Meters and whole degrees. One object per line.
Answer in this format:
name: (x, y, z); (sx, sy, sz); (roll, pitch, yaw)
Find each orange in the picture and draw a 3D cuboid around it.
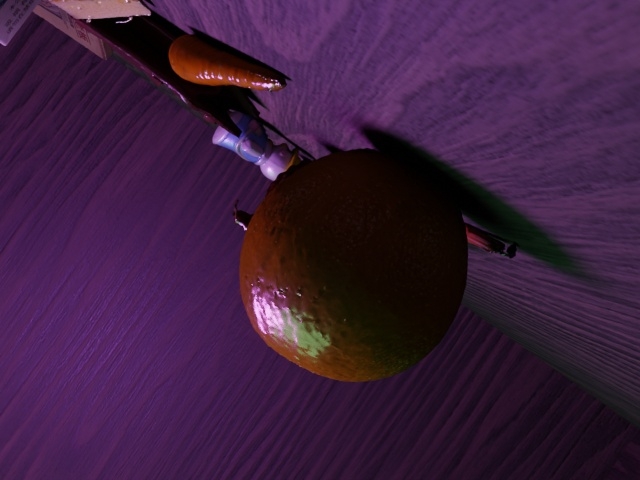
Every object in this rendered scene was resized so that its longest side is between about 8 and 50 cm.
orange: (0.040, 0.027, 1.007); (0.274, 0.274, 0.274); (35, 180, 0)

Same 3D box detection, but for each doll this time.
doll: (-0.123, -0.186, 1.728); (0.241, 0.099, 0.135); (34, 157, -15)

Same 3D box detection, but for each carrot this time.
carrot: (-0.123, -0.214, 1.087); (0.061, 0.061, 0.257); (35, 178, -42)

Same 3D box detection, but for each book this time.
book: (-0.496, -0.453, 1.632); (0.231, 0.026, 0.161); (34, 156, 15)

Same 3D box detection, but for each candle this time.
candle: (0.212, 0.000, 1.113); (0.026, 0.021, 0.167); (57, 173, -20)

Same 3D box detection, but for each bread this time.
bread: (-0.289, -0.315, 1.160); (0.109, 0.080, 0.084); (37, -177, 16)

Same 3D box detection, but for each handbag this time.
handbag: (-0.238, -0.276, 1.360); (0.260, 0.084, 0.275); (34, 180, 12)

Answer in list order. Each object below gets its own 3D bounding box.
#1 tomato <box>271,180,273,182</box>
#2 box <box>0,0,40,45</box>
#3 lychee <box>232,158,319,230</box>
tomato: (-0.036, -0.083, 1.886); (0.151, 0.187, 0.187); (8, -165, -34)
box: (-0.461, -0.383, 1.206); (0.069, 0.164, 0.256); (37, 180, 0)
lychee: (0.000, 0.000, 1.387); (0.300, 0.264, 0.264); (15, 176, 10)
